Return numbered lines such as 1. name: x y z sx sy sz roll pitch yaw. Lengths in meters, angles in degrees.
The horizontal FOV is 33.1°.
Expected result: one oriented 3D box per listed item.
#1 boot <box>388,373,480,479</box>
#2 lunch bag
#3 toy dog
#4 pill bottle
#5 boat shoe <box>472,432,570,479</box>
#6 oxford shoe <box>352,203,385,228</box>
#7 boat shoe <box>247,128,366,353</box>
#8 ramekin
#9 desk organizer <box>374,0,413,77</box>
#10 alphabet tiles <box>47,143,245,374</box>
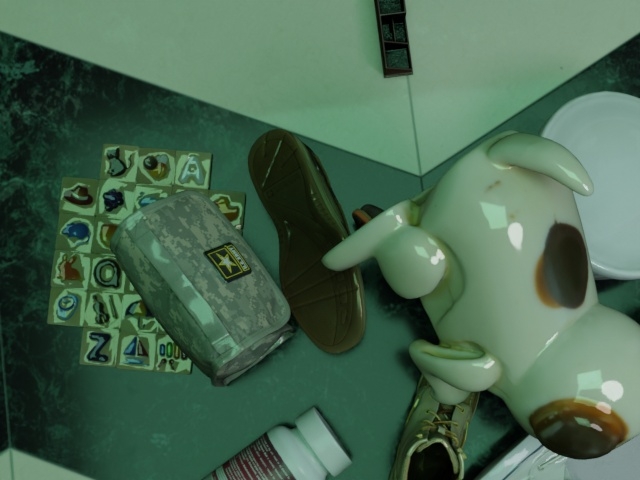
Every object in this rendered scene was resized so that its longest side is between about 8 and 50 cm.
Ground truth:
1. boot: 0.168 0.261 1.508 0.095 0.203 0.262 24 86 4
2. lunch bag: -0.159 0.067 1.490 0.169 0.287 0.235 -37 83 -3
3. toy dog: 0.276 0.078 1.371 0.284 0.395 0.408 -31 86 -45
4. pill bottle: -0.071 0.344 1.547 0.221 0.121 0.121 -36 83 -2
5. boat shoe: 0.323 0.316 1.558 0.267 0.096 0.088 -36 79 -11
6. oxford shoe: 0.172 0.014 1.600 0.271 0.097 0.098 34 81 -5
7. boat shoe: 0.000 0.000 1.586 0.123 0.123 0.342 -29 72 23
8. ramekin: 0.406 -0.065 1.554 0.272 0.127 0.273 4 74 -14
9. desk organizer: 0.113 -0.321 1.659 0.047 0.050 0.130 -7 83 1
10. alphabet tiles: -0.266 0.026 1.648 0.285 0.011 0.343 4 83 2
